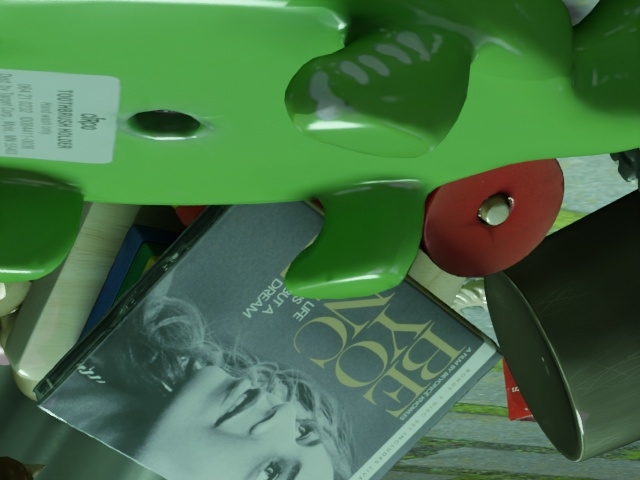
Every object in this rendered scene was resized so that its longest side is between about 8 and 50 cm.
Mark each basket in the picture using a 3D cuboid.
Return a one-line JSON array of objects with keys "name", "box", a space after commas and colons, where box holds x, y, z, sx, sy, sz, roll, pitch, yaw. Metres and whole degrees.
[{"name": "basket", "box": [0.225, 0.029, 1.148, 0.227, 0.154, 0.204, -23, -167, -8]}]

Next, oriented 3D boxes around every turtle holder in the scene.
[{"name": "turtle holder", "box": [-0.018, -0.117, 0.613, 0.320, 0.227, 0.243, -5, 164, 22]}]

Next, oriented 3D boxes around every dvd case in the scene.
[{"name": "dvd case", "box": [-0.020, 0.070, 1.015, 0.164, 0.018, 0.221, -46, 133, 8]}]

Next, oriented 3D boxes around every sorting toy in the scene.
[{"name": "sorting toy", "box": [0.000, 0.000, 1.048, 0.257, 0.255, 0.089, 11, -153, -35]}]

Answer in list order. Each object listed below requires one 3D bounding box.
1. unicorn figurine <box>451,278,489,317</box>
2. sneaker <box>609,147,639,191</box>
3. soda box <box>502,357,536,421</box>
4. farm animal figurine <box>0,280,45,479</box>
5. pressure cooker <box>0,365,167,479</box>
[{"name": "unicorn figurine", "box": [0.171, 0.053, 1.664, 0.162, 0.060, 0.111, -29, 151, 33]}, {"name": "sneaker", "box": [0.286, -0.091, 1.026, 0.279, 0.107, 0.118, -7, -177, 42]}, {"name": "soda box", "box": [0.269, 0.080, 1.520, 0.263, 0.092, 0.083, -17, 163, 41]}, {"name": "farm animal figurine", "box": [-0.193, 0.004, 1.159, 0.172, 0.330, 0.326, 0, 138, 14]}, {"name": "pressure cooker", "box": [-0.234, 0.194, 1.561, 0.370, 0.420, 0.375, 9, 150, 47]}]
